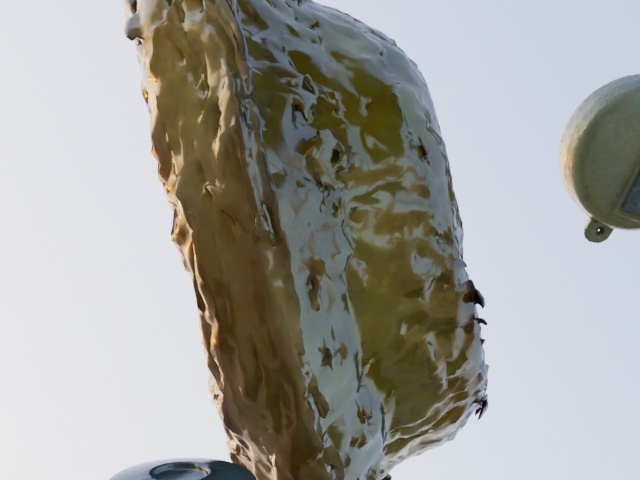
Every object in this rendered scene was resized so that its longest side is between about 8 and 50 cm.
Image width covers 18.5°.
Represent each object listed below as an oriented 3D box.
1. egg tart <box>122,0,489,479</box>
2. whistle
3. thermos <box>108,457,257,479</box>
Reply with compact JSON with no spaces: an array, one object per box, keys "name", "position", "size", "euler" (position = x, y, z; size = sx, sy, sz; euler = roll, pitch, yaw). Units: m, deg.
[{"name":"egg tart","position":[0.000,0.000,1.225],"size":[0.178,0.443,0.443],"euler":[-13,-38,-1]},{"name":"whistle","position":[0.267,-0.109,1.508],"size":[0.126,0.258,0.067],"euler":[17,17,-26]},{"name":"thermos","position":[-0.079,0.255,0.994],"size":[0.145,0.182,0.286],"euler":[-158,-118,-63]}]
